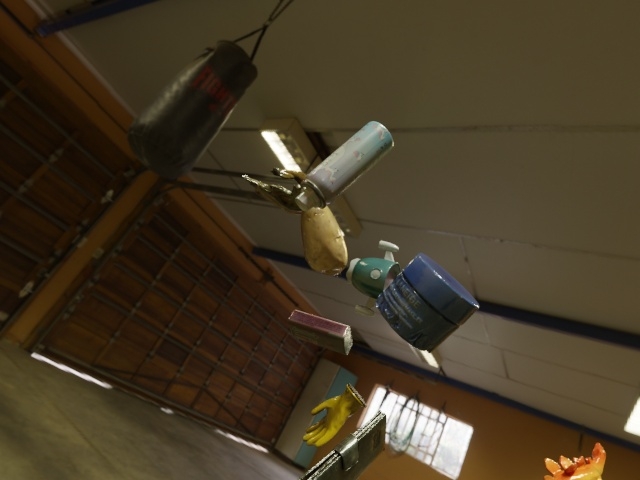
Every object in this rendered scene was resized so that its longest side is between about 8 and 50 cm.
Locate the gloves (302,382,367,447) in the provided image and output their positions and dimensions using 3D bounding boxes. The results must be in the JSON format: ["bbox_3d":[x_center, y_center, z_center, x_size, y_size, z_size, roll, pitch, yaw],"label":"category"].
[{"bbox_3d":[0.045,0.735,1.689,0.116,0.294,0.133,50,-4,-5],"label":"gloves"}]

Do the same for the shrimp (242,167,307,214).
[{"bbox_3d":[-0.114,-0.168,1.299,0.254,0.059,0.145,32,-63,-24],"label":"shrimp"}]

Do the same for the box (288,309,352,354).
[{"bbox_3d":[0.000,0.330,1.475,0.224,0.069,0.120,14,-42,22],"label":"box"}]

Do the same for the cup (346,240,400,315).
[{"bbox_3d":[0.197,0.139,1.571,0.173,0.299,0.167,16,-15,29],"label":"cup"}]

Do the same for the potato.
[{"bbox_3d":[0.002,0.002,1.179,0.161,0.128,0.234,52,-21,47],"label":"potato"}]

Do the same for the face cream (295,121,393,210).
[{"bbox_3d":[0.044,-0.141,0.811,0.075,0.229,0.075,42,-18,16],"label":"face cream"}]

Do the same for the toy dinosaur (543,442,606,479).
[{"bbox_3d":[0.447,0.471,0.749,0.117,0.288,0.070,50,-28,7],"label":"toy dinosaur"}]

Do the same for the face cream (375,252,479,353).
[{"bbox_3d":[0.332,0.200,1.296,0.249,0.225,0.249,36,14,-10],"label":"face cream"}]

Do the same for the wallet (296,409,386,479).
[{"bbox_3d":[0.069,0.604,1.094,0.044,0.317,0.169,23,-56,42],"label":"wallet"}]
